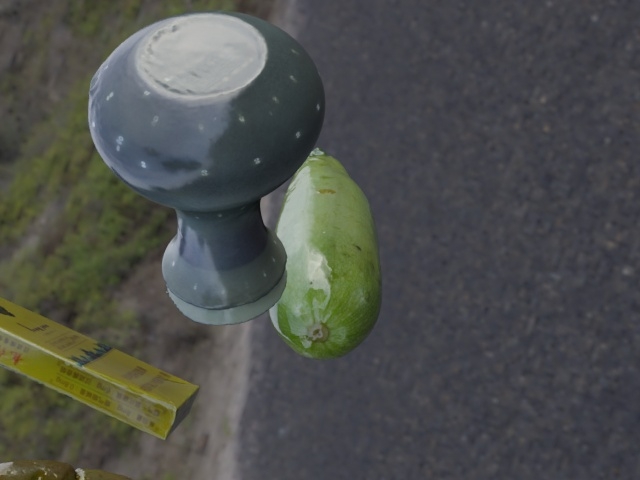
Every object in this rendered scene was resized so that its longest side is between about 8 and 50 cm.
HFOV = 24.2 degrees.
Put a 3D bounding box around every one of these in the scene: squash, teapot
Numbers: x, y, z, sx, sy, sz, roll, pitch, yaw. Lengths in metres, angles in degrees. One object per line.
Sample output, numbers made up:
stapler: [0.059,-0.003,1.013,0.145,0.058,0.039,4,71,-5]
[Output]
squash: [0.006,0.005,1.556,0.370,0.118,0.118,-88,24,-63]
teapot: [-0.083,-0.052,1.196,0.251,0.183,0.183,86,-176,-46]

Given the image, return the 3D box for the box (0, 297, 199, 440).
box: [-0.259,0.113,1.476,0.153,0.279,0.041,-40,-26,-86]

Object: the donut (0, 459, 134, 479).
donut: [-0.275,0.325,1.512,0.208,0.261,0.128,-96,18,-55]
